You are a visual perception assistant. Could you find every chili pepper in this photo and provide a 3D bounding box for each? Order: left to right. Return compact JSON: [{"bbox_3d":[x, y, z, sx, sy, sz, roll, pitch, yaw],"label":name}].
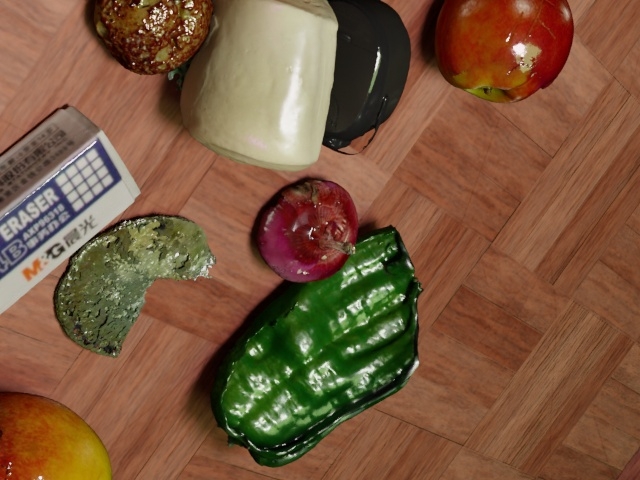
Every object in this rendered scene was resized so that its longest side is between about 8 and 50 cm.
[{"bbox_3d":[0.008,0.156,2.122,0.385,0.213,0.167,-44,-175,-5],"label":"chili pepper"}]

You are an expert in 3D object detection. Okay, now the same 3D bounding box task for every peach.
[{"bbox_3d":[-0.368,0.296,1.798,0.231,0.231,0.231,-28,138,-29],"label":"peach"},{"bbox_3d":[0.251,-0.284,2.008,0.197,0.197,0.197,-28,138,-29],"label":"peach"}]

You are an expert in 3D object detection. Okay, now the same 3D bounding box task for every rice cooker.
[{"bbox_3d":[0.035,-0.210,1.868,0.118,0.142,0.203,-25,141,-49],"label":"rice cooker"}]

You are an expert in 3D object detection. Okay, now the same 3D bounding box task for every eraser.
[{"bbox_3d":[-0.344,-0.015,1.675,0.279,0.081,0.124,-42,142,-13],"label":"eraser"}]

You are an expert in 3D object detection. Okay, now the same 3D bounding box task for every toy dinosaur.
[{"bbox_3d":[-0.157,-0.211,1.761,0.062,0.021,0.083,-20,138,-45],"label":"toy dinosaur"}]

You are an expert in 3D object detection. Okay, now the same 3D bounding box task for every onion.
[{"bbox_3d":[0.000,0.000,2.004,0.150,0.140,0.150,-17,124,-27],"label":"onion"}]

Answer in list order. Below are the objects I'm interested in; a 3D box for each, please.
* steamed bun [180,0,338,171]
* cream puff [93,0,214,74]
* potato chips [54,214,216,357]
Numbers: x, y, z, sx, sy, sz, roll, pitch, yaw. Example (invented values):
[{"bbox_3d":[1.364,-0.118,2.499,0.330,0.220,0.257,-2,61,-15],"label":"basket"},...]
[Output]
[{"bbox_3d":[-0.071,-0.201,1.752,0.170,0.200,0.226,10,99,-6],"label":"steamed bun"},{"bbox_3d":[-0.180,-0.249,1.651,0.149,0.084,0.149,-27,135,-31],"label":"cream puff"},{"bbox_3d":[-0.234,0.050,1.894,0.220,0.029,0.202,-37,139,-16],"label":"potato chips"}]
